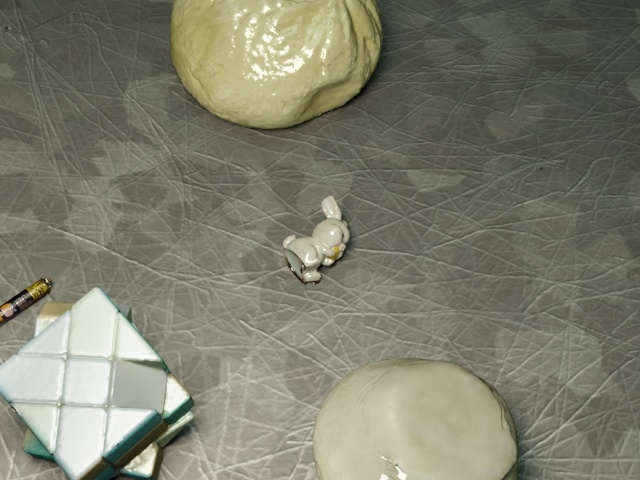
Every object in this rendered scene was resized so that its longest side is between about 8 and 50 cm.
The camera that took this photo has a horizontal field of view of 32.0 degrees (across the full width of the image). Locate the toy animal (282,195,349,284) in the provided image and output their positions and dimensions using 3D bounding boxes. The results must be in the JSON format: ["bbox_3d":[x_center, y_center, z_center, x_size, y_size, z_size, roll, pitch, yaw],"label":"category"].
[{"bbox_3d":[0.004,0.003,1.699,0.124,0.071,0.085,-37,46,-17],"label":"toy animal"}]

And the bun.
[{"bbox_3d":[-0.077,-0.364,1.858,0.352,0.227,0.349,27,59,16],"label":"bun"}]

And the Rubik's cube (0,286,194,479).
[{"bbox_3d":[-0.301,0.201,1.457,0.224,0.213,0.265,-39,76,-12],"label":"Rubik's cube"}]

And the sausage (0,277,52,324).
[{"bbox_3d":[-0.469,0.111,1.607,0.198,0.025,0.028,-34,108,-26],"label":"sausage"}]

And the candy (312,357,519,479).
[{"bbox_3d":[0.120,0.280,1.443,0.295,0.185,0.295,7,39,-6],"label":"candy"}]
